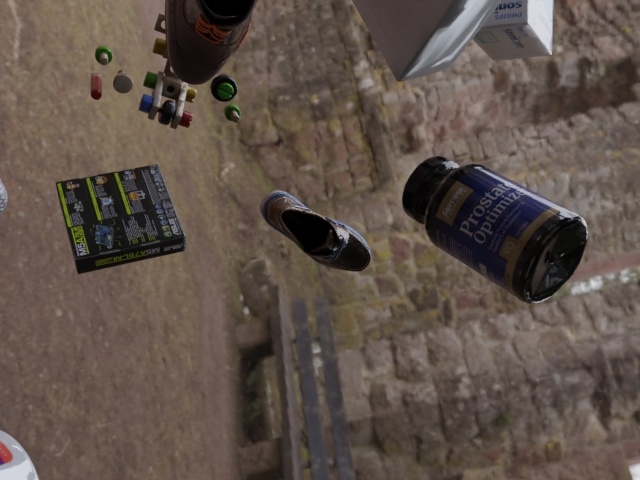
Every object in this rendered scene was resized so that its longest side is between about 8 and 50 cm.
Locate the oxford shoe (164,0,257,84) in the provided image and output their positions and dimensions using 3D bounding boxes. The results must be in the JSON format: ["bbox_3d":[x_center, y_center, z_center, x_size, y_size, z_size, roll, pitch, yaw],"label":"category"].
[{"bbox_3d":[-0.115,-0.244,0.785,0.271,0.097,0.098,125,-21,-53],"label":"oxford shoe"}]

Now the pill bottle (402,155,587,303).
[{"bbox_3d":[0.211,-0.023,0.957,0.219,0.123,0.122,36,-26,40],"label":"pill bottle"}]

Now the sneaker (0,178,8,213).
[{"bbox_3d":[-0.547,-0.074,0.822,0.137,0.366,0.210,133,-59,-74],"label":"sneaker"}]

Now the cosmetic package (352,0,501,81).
[{"bbox_3d":[0.096,-0.426,0.894,0.377,0.098,0.284,64,-24,13],"label":"cosmetic package"}]

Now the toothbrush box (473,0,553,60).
[{"bbox_3d":[0.364,-0.517,1.443,0.216,0.126,0.295,5,85,-62],"label":"toothbrush box"}]

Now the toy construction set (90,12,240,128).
[{"bbox_3d":[-0.354,-0.394,1.673,0.237,0.309,0.257,-118,-158,-56],"label":"toy construction set"}]

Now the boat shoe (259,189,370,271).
[{"bbox_3d":[0.000,0.000,1.023,0.183,0.066,0.066,28,8,-27],"label":"boat shoe"}]

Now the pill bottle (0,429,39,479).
[{"bbox_3d":[-0.297,0.201,0.508,0.193,0.108,0.108,-5,80,-61],"label":"pill bottle"}]

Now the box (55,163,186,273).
[{"bbox_3d":[-0.345,-0.042,1.305,0.045,0.184,0.190,97,-28,-48],"label":"box"}]
